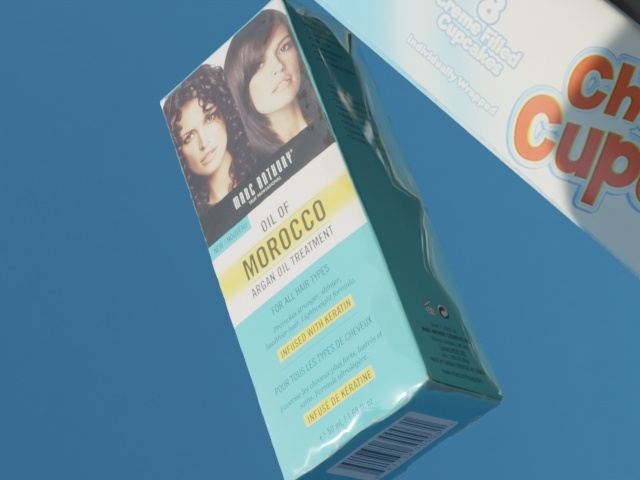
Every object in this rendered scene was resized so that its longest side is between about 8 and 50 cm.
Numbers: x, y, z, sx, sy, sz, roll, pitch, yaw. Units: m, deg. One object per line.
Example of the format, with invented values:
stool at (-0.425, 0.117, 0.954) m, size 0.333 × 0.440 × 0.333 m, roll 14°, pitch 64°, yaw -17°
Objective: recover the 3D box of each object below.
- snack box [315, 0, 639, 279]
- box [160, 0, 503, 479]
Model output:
snack box at (0.151, -0.065, 0.587) m, size 0.187 × 0.060 × 0.322 m, roll 42°, pitch -149°, yaw 20°
box at (0.000, 0.000, 0.919) m, size 0.060 × 0.100 × 0.244 m, roll 19°, pitch -139°, yaw -46°
